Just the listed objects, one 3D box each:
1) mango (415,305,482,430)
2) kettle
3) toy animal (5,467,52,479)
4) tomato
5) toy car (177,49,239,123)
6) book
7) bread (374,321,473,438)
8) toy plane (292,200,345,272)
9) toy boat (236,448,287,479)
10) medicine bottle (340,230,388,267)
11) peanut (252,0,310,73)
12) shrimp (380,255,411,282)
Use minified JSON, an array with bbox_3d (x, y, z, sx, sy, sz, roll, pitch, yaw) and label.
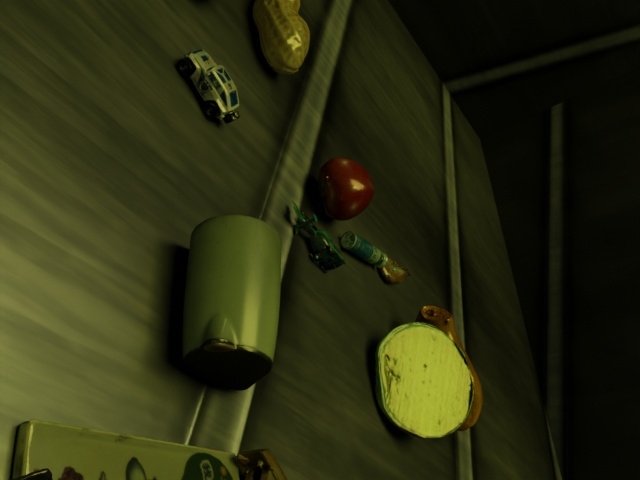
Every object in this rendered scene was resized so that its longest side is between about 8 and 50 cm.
[{"bbox_3d":[0.348,0.358,1.761,0.144,0.187,0.359,-12,77,-29],"label":"mango"},{"bbox_3d":[-0.143,0.119,1.082,0.240,0.165,0.255,79,6,-56],"label":"kettle"},{"bbox_3d":[-0.398,0.202,0.566,0.298,0.122,0.185,42,30,-29],"label":"toy animal"},{"bbox_3d":[0.068,-0.132,1.654,0.167,0.167,0.167,42,35,-40],"label":"tomato"},{"bbox_3d":[-0.232,-0.334,1.358,0.170,0.070,0.080,59,27,-13],"label":"toy car"},{"bbox_3d":[-0.231,0.389,0.813,0.371,0.043,0.260,33,41,-48],"label":"book"},{"bbox_3d":[0.265,0.355,1.603,0.301,0.045,0.301,9,66,-21],"label":"bread"},{"bbox_3d":[0.000,0.000,1.537,0.235,0.060,0.096,50,23,-37],"label":"toy plane"},{"bbox_3d":[-0.081,0.419,1.020,0.077,0.057,0.200,-85,158,-60],"label":"toy boat"},{"bbox_3d":[0.124,0.028,1.752,0.191,0.051,0.051,30,44,-49],"label":"medicine bottle"},{"bbox_3d":[-0.109,-0.598,1.729,0.147,0.147,0.305,20,49,-56],"label":"peanut"},{"bbox_3d":[0.230,0.090,1.907,0.184,0.043,0.091,18,50,-56],"label":"shrimp"}]
